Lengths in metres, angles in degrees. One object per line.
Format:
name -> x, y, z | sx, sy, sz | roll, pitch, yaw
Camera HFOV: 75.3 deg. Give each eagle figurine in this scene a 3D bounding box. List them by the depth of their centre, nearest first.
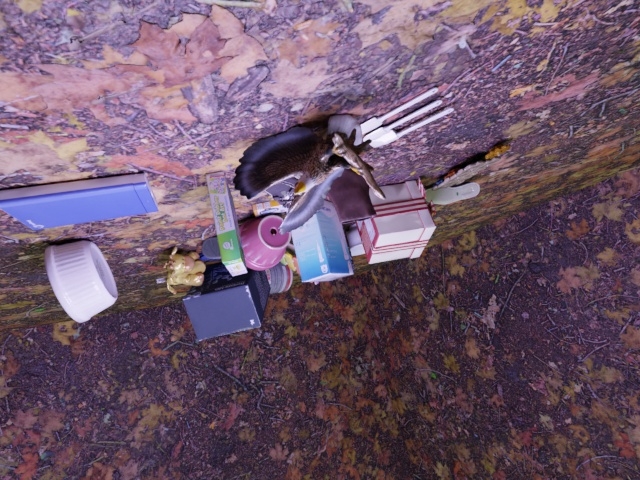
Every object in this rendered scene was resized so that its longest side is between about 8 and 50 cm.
eagle figurine -> -0.031, -0.157, 0.982 | 0.298, 0.227, 0.225 | -18, 174, 40

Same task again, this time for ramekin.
ramekin -> -0.785, 0.124, 1.381 | 0.127, 0.273, 0.273 | -23, 171, -15

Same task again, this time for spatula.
spatula -> 0.208, -0.308, 1.063 | 0.241, 0.019, 0.168 | -22, 160, 31

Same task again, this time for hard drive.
hard drive -> -0.600, -0.096, 1.065 | 0.318, 0.041, 0.210 | -10, 168, -16

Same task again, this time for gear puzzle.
gear puzzle -> 0.554, -0.275, 1.531 | 0.175, 0.044, 0.339 | -16, 171, -23

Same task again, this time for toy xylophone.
toy xylophone -> -0.122, 0.105, 1.994 | 0.322, 0.081, 0.236 | 24, 154, 27

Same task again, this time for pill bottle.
pill bottle -> -0.355, 0.209, 2.354 | 0.362, 0.211, 0.210 | -3, 164, -42

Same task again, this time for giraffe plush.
giraffe plush -> -0.593, 0.109, 1.755 | 0.210, 0.182, 0.170 | -27, 163, -27

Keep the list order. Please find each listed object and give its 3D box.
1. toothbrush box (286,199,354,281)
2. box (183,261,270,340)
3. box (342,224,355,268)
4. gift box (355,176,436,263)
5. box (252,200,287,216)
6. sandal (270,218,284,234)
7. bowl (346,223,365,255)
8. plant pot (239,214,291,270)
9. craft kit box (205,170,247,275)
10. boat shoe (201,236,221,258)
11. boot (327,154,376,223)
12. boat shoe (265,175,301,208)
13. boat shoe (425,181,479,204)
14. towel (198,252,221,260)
toothbrush box -> 0.000, 0.000, 1.573 | 0.126, 0.296, 0.216 | -18, 168, 26
box -> -0.417, 0.248, 1.933 | 0.293, 0.212, 0.395 | -13, -161, 4
box -> 0.025, 0.021, 1.834 | 0.076, 0.243, 0.307 | -21, 167, 30
gift box -> 0.293, -0.091, 1.622 | 0.257, 0.277, 0.255 | -8, 154, -10
box -> -0.172, -0.118, 1.485 | 0.136, 0.028, 0.081 | -10, 168, -5
sandal -> -0.226, -0.032, 1.742 | 0.219, 0.060, 0.090 | -18, 167, 19
bowl -> 0.230, -0.020, 2.134 | 0.297, 0.134, 0.298 | -14, 168, -3
plant pot -> -0.203, -0.004, 1.544 | 0.201, 0.202, 0.180 | -6, 167, -31
craft kit box -> -0.269, -0.038, 1.205 | 0.060, 0.250, 0.247 | -12, 169, -6
boat shoe -> -0.331, 0.034, 1.722 | 0.319, 0.118, 0.103 | -2, 178, 16
boot -> 0.034, -0.148, 1.131 | 0.248, 0.207, 0.090 | -7, 167, -28
boat shoe -> -0.093, -0.145, 1.283 | 0.102, 0.093, 0.285 | -18, 168, 19
boat shoe -> 0.545, -0.206, 1.755 | 0.232, 0.084, 0.079 | -8, -157, 1
towel -> -0.432, 0.071, 2.046 | 0.243, 0.040, 0.336 | -19, 167, 26
